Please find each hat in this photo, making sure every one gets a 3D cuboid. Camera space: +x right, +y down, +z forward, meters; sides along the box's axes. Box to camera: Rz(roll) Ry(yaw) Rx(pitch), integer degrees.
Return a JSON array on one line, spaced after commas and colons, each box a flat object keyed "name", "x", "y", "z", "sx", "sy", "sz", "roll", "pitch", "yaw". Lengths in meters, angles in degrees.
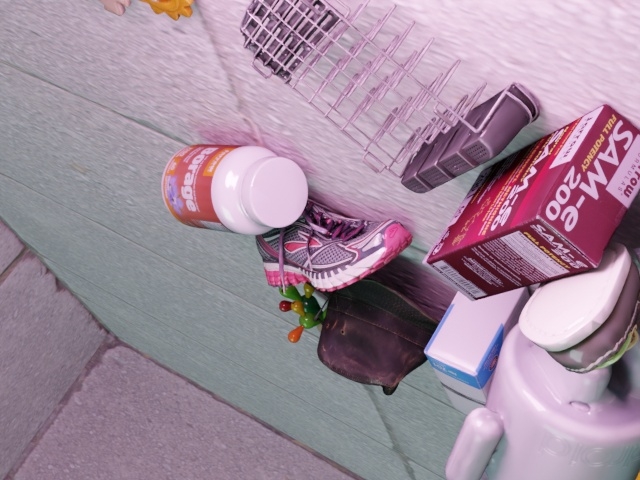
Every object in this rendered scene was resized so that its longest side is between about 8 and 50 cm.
[{"name": "hat", "x": 0.080, "y": 0.156, "z": 1.540, "sx": 0.331, "sy": 0.134, "sz": 0.331, "roll": 24, "pitch": 169, "yaw": 5}]

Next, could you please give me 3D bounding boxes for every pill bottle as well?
[{"name": "pill bottle", "x": -0.117, "y": -0.070, "z": 1.387, "sx": 0.216, "sy": 0.121, "sz": 0.121, "roll": 7, "pitch": 148, "yaw": 52}]

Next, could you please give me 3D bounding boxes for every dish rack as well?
[{"name": "dish rack", "x": 0.050, "y": -0.156, "z": 0.974, "sx": 0.271, "sy": 0.074, "sz": 0.208, "roll": 38, "pitch": 160, "yaw": -9}]

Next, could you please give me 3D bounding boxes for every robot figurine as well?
[{"name": "robot figurine", "x": 0.291, "y": 0.219, "z": 1.201, "sx": 0.200, "sy": 0.299, "sz": 0.353, "roll": -111, "pitch": 18, "yaw": -44}]

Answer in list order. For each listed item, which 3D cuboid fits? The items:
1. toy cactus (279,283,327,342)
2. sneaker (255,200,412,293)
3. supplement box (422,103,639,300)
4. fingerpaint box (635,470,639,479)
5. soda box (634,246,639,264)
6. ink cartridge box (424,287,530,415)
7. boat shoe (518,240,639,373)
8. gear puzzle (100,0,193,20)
[{"name": "toy cactus", "x": 0.018, "y": 0.152, "z": 1.785, "sx": 0.219, "sy": 0.112, "sz": 0.180, "roll": 24, "pitch": 171, "yaw": 2}, {"name": "sneaker", "x": 0.000, "y": 0.000, "z": 1.391, "sx": 0.299, "sy": 0.121, "sz": 0.112, "roll": -4, "pitch": 111, "yaw": 51}, {"name": "supplement box", "x": 0.198, "y": -0.026, "z": 0.951, "sx": 0.073, "sy": 0.130, "sz": 0.239, "roll": 38, "pitch": 161, "yaw": -8}, {"name": "fingerpaint box", "x": 0.477, "y": 0.360, "z": 0.915, "sx": 0.371, "sy": 0.163, "sz": 0.445, "roll": 92, "pitch": 158, "yaw": -46}, {"name": "soda box", "x": 0.370, "y": 0.080, "z": 0.983, "sx": 0.069, "sy": 0.074, "sz": 0.216, "roll": -24, "pitch": 136, "yaw": 15}, {"name": "ink cartridge box", "x": 0.219, "y": 0.143, "z": 1.327, "sx": 0.082, "sy": 0.140, "sz": 0.191, "roll": 22, "pitch": 159, "yaw": 29}, {"name": "boat shoe", "x": 0.248, "y": 0.060, "z": 0.925, "sx": 0.091, "sy": 0.109, "sz": 0.305, "roll": 56, "pitch": -163, "yaw": -3}, {"name": "gear puzzle", "x": -0.282, "y": -0.338, "z": 1.127, "sx": 0.339, "sy": 0.044, "sz": 0.175, "roll": 26, "pitch": 159, "yaw": 13}]
